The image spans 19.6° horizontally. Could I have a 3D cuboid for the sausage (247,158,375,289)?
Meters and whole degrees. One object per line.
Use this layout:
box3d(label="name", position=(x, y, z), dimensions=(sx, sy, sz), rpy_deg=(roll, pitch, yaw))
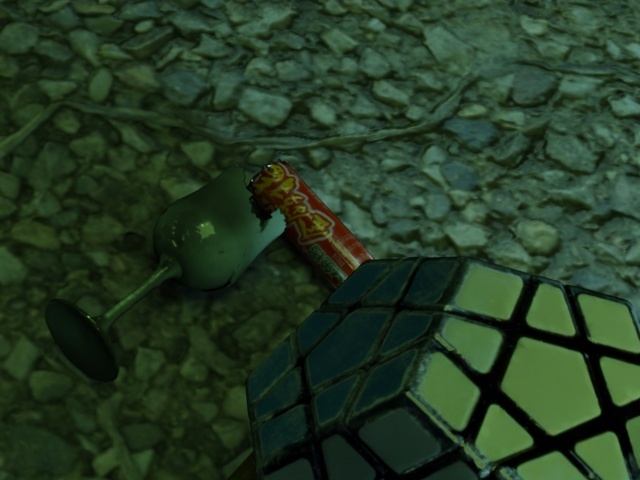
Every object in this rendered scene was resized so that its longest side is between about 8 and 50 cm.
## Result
box3d(label="sausage", position=(0.000, 0.000, 1.473), dimensions=(0.050, 0.048, 0.145), rpy_deg=(-34, 71, -25))

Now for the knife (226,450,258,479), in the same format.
box3d(label="knife", position=(-0.015, 0.153, 1.371), dimensions=(0.061, 0.027, 0.343), rpy_deg=(45, 54, -3))

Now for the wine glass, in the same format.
box3d(label="wine glass", position=(-0.114, 0.022, 1.407), dimensions=(0.079, 0.079, 0.195), rpy_deg=(40, 57, 15))

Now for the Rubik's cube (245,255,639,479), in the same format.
box3d(label="Rubik's cube", position=(0.097, 0.158, 1.235), dimensions=(0.264, 0.319, 0.319), rpy_deg=(48, 50, -22))
